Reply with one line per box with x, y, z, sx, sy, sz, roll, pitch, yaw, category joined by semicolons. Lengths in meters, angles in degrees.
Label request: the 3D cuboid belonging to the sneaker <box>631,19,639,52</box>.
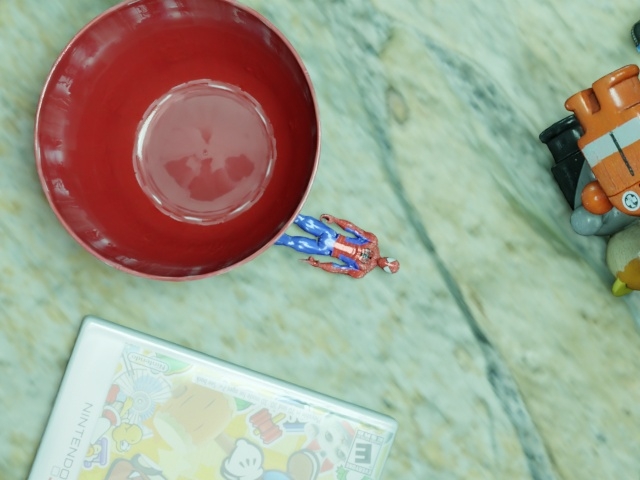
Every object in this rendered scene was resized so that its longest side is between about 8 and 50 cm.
0.271;-0.199;1.123;0.078;0.067;0.188;42;81;-6;sneaker

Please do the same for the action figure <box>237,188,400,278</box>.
0.000;0.000;1.117;0.115;0.030;0.038;19;86;-10;action figure

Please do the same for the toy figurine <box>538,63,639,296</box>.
0.260;-0.055;1.054;0.213;0.209;0.148;-28;85;-5;toy figurine

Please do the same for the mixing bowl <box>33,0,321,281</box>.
-0.084;-0.062;1.057;0.182;0.098;0.181;0;86;6;mixing bowl

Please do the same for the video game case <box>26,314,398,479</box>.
-0.086;0.183;1.116;0.227;0.026;0.206;19;91;-8;video game case
